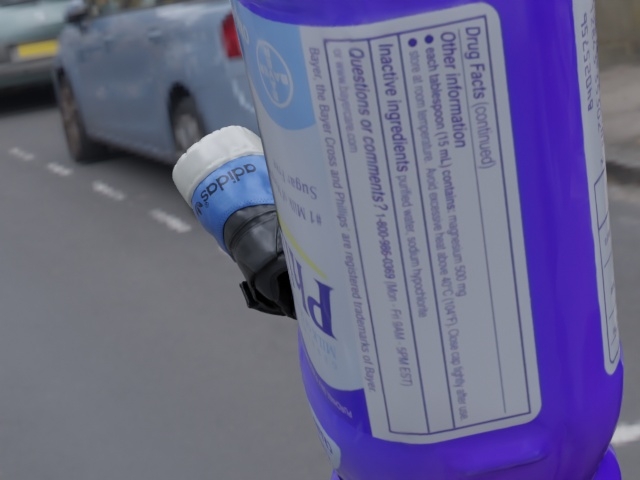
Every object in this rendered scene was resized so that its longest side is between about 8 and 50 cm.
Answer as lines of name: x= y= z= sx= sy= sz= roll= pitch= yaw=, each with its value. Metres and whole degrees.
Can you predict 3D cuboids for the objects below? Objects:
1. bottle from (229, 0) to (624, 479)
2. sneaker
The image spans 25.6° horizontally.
bottle: x=0.036 y=0.016 z=0.407 sx=0.092 sy=0.283 sz=0.118 roll=-12 pitch=28 yaw=-3
sneaker: x=-0.001 y=0.001 z=0.642 sx=0.058 sy=0.085 sz=0.152 roll=-39 pitch=-21 yaw=16
